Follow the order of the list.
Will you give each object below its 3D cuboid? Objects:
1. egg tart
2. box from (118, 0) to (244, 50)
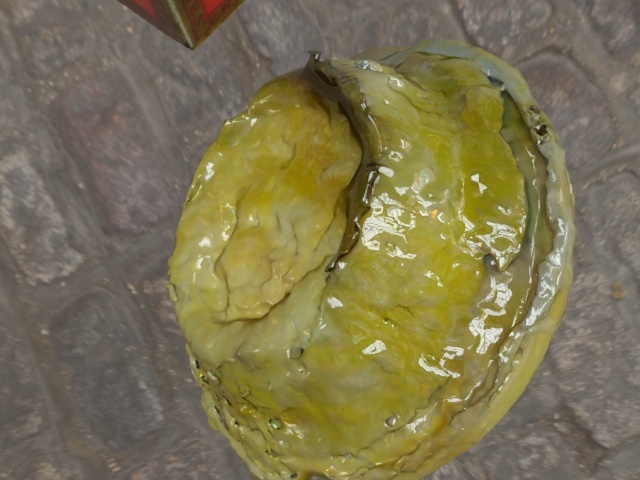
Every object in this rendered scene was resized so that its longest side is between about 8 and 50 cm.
[{"bbox_3d":[0.000,0.000,0.713,0.132,0.345,0.345,25,81,-38],"label":"egg tart"},{"bbox_3d":[-0.089,-0.198,0.415,0.240,0.074,0.153,37,80,22],"label":"box"}]
